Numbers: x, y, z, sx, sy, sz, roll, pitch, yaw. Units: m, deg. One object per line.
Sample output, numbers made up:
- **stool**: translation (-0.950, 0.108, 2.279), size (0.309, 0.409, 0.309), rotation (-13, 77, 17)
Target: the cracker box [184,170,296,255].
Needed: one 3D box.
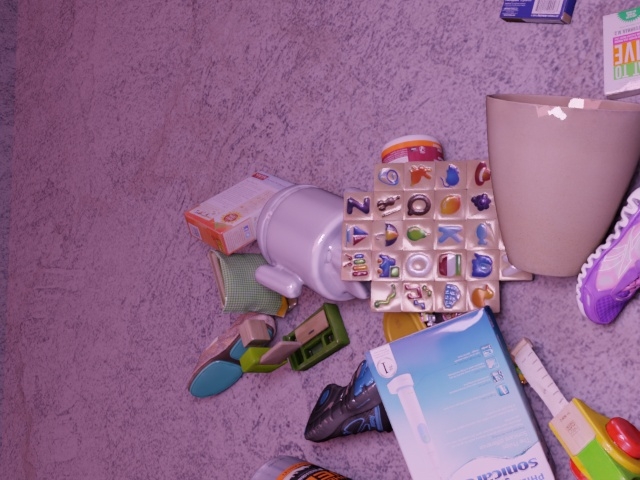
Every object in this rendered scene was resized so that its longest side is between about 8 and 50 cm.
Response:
- **cracker box**: translation (-0.171, -0.067, 1.819), size (0.156, 0.232, 0.067), rotation (26, 138, 45)

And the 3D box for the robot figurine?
- **robot figurine**: translation (0.000, 0.000, 1.640), size (0.300, 0.199, 0.353), rotation (-39, 37, -18)

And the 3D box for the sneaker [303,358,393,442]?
- **sneaker**: translation (0.077, 0.342, 1.554), size (0.341, 0.140, 0.125), rotation (-44, 19, 55)

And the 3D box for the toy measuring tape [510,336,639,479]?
- **toy measuring tape**: translation (0.421, 0.289, 1.259), size (0.121, 0.121, 0.330), rotation (-54, 39, 23)

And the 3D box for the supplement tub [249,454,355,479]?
- **supplement tub**: translation (0.010, 0.547, 1.536), size (0.316, 0.194, 0.193), rotation (7, 87, 44)

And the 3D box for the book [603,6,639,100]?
- **book**: translation (0.524, -0.315, 1.321), size (0.096, 0.035, 0.144), rotation (-7, 75, 39)

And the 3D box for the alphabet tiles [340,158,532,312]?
- **alphabet tiles**: translation (0.208, -0.010, 1.445), size (0.343, 0.011, 0.285), rotation (-1, 75, 11)

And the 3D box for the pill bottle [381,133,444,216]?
- **pill bottle**: translation (0.187, -0.083, 1.538), size (0.121, 0.121, 0.221), rotation (-19, 69, 41)

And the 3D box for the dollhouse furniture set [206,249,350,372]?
- **dollhouse furniture set**: translation (-0.097, 0.120, 1.722), size (0.151, 0.198, 0.301), rotation (-41, 56, 34)

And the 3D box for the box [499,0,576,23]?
- **box**: translation (0.420, -0.512, 1.454), size (0.136, 0.037, 0.225), rotation (19, 96, 44)

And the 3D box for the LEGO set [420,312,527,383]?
- **LEGO set**: translation (0.260, 0.147, 1.430), size (0.132, 0.107, 0.287), rotation (-43, 55, 30)

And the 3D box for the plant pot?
- **plant pot**: translation (0.383, -0.089, 1.286), size (0.256, 0.257, 0.274), rotation (18, 110, 45)

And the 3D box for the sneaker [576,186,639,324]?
- **sneaker**: translation (0.485, 0.035, 1.220), size (0.236, 0.095, 0.104), rotation (-65, 29, 19)

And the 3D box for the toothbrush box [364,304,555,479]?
- **toothbrush box**: translation (0.233, 0.282, 1.318), size (0.216, 0.126, 0.295), rotation (-24, 81, 14)

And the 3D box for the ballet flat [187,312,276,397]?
- **ballet flat**: translation (-0.209, 0.257, 1.888), size (0.316, 0.108, 0.106), rotation (-43, 34, 28)

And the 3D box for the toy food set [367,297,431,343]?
- **toy food set**: translation (0.186, 0.173, 1.518), size (0.217, 0.071, 0.128), rotation (65, 146, 23)
